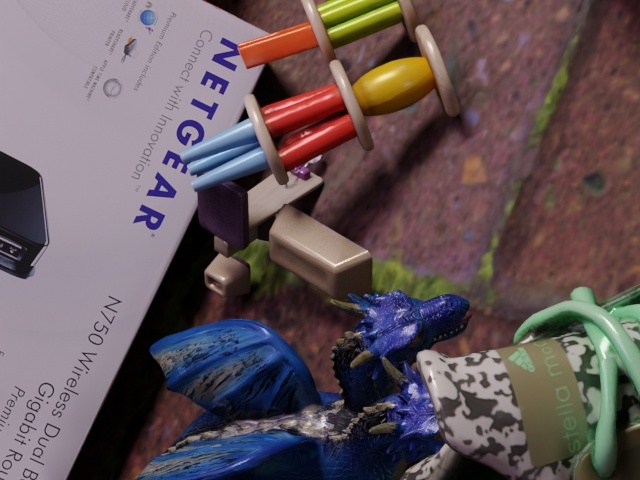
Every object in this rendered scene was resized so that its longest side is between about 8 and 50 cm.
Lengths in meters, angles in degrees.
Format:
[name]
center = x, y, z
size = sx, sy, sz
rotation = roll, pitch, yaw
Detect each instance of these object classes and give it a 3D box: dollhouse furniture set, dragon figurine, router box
[dollhouse furniture set]
center = 0.000, 0.000, 0.966
size = 0.114, 0.091, 0.081
rotation = 31, 49, 31
[dragon figurine]
center = -0.035, 0.091, 0.808
size = 0.289, 0.144, 0.085
rotation = -10, 57, 25
[router box]
center = -0.232, -0.035, 1.017
size = 0.335, 0.301, 0.082
rotation = -65, 6, -5

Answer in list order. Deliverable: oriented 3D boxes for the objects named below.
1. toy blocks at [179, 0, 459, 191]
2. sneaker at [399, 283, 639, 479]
[toy blocks]
center = -0.012, -0.088, 0.945
size = 0.148, 0.054, 0.123
rotation = -22, 45, 1
[sneaker]
center = 0.125, 0.071, 0.633
size = 0.410, 0.182, 0.158
rotation = -50, 38, 13
